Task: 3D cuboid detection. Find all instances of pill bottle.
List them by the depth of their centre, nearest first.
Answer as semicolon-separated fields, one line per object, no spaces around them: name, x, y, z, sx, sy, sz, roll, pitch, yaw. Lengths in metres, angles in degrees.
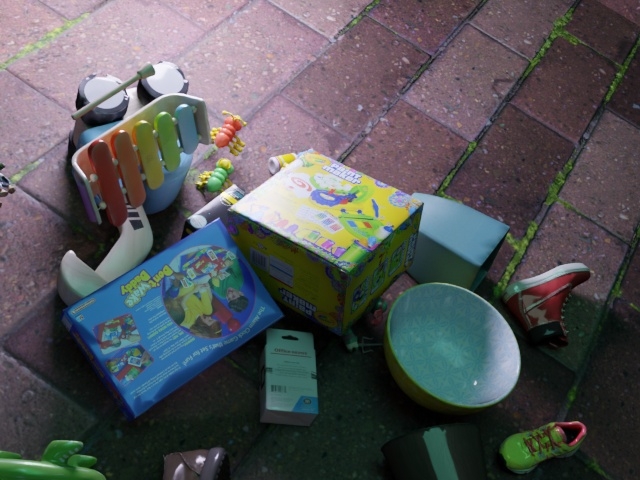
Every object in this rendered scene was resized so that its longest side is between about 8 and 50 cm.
pill bottle;-0.080;-0.185;2.056;0.083;0.043;0.043;-15;60;-29

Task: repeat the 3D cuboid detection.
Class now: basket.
basket;0.237;0.476;1.588;0.204;0.154;0.227;-3;58;-21

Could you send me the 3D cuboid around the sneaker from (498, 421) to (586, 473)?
sneaker;0.458;0.411;1.756;0.208;0.094;0.082;-11;60;-27

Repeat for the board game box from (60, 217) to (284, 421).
board game box;-0.275;0.145;1.617;0.347;0.078;0.233;-32;87;-27

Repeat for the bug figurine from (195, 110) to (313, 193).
bug figurine;-0.150;-0.169;1.964;0.278;0.072;0.216;25;66;1

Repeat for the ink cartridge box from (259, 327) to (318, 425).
ink cartridge box;-0.065;0.269;1.689;0.104;0.060;0.180;8;51;-14

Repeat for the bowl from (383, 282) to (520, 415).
bowl;0.247;0.246;1.764;0.289;0.156;0.290;10;51;-13

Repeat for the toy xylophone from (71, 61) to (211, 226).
toy xylophone;-0.353;-0.186;1.629;0.081;0.236;0.323;30;63;28

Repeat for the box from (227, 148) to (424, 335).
box;0.009;-0.006;1.742;0.289;0.177;0.279;28;46;25

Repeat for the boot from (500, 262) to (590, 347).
boot;0.565;0.158;2.009;0.244;0.088;0.176;-18;62;-23

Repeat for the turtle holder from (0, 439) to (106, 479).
turtle holder;-0.492;0.420;1.288;0.320;0.243;0.228;13;66;-23

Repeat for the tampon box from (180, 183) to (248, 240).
tampon box;-0.202;-0.018;1.837;0.120;0.101;0.161;38;50;11

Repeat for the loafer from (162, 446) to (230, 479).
loafer;-0.254;0.501;1.406;0.130;0.134;0.366;5;37;12

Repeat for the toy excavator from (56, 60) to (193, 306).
toy excavator;-0.397;-0.108;1.783;0.432;0.222;0.445;-22;72;-32

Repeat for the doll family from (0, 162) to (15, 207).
doll family;-0.715;-0.092;1.718;0.111;0.076;0.193;46;54;11

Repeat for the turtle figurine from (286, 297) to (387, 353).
turtle figurine;0.053;0.131;1.816;0.234;0.118;0.175;15;49;-2

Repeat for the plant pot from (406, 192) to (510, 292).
plant pot;0.277;0.007;1.972;0.234;0.166;0.165;32;48;16
